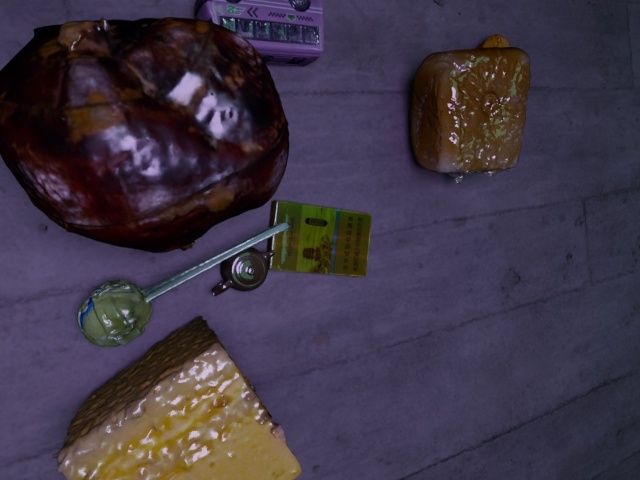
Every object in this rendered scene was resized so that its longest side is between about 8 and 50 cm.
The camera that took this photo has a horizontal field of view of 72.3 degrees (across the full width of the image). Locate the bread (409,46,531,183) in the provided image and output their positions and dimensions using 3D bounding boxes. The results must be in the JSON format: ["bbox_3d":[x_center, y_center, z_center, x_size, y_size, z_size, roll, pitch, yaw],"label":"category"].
[{"bbox_3d":[0.270,-0.234,0.840,0.195,0.176,0.246,-6,108,-14],"label":"bread"}]

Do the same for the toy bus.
[{"bbox_3d":[-0.097,-0.343,0.713,0.198,0.096,0.108,-8,99,-27],"label":"toy bus"}]

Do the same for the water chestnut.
[{"bbox_3d":[-0.206,-0.111,0.577,0.335,0.335,0.347,-22,130,-22],"label":"water chestnut"}]

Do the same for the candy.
[{"bbox_3d":[-0.192,0.050,0.658,0.335,0.093,0.092,-28,101,-13],"label":"candy"}]

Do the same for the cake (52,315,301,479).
[{"bbox_3d":[-0.170,0.293,0.620,0.222,0.227,0.286,-35,102,-16],"label":"cake"}]

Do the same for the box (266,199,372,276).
[{"bbox_3d":[0.000,0.000,0.797,0.193,0.030,0.121,7,88,-24],"label":"box"}]

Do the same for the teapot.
[{"bbox_3d":[-0.127,0.051,0.718,0.121,0.068,0.076,-36,105,-20],"label":"teapot"}]

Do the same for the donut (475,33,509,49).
[{"bbox_3d":[0.369,-0.384,0.950,0.097,0.043,0.108,-9,96,-24],"label":"donut"}]
